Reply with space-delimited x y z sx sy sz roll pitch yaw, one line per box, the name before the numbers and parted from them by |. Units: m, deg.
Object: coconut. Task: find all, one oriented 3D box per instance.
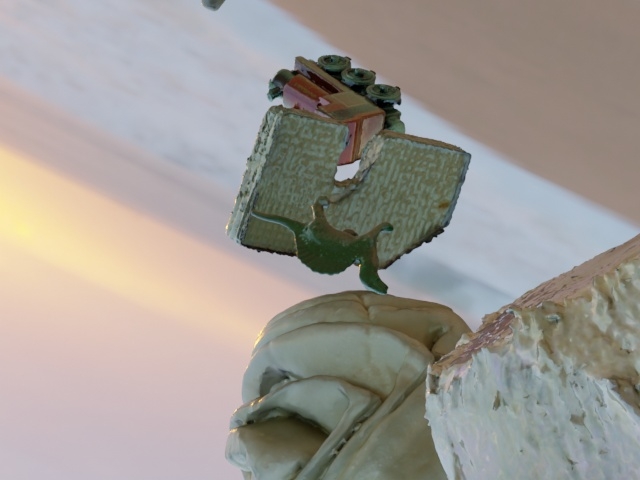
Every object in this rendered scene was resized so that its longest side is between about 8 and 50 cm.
coconut | 0.308 0.148 1.368 0.404 0.404 0.404 25 178 1

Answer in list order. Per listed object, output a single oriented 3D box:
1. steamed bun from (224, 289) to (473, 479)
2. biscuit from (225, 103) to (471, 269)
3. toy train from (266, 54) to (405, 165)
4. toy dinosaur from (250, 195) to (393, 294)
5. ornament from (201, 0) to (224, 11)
steamed bun | 0.025 0.165 1.885 0.203 0.289 0.276 22 142 -33
biscuit | 0.030 -0.049 2.002 0.250 0.147 0.046 9 -165 -34
toy train | 0.014 -0.151 2.223 0.118 0.074 0.176 -15 -144 -35
toy dinosaur | 0.001 0.000 1.393 0.119 0.060 0.029 21 135 16
ornament | -0.030 -0.336 1.890 0.061 0.245 0.230 21 171 -39
